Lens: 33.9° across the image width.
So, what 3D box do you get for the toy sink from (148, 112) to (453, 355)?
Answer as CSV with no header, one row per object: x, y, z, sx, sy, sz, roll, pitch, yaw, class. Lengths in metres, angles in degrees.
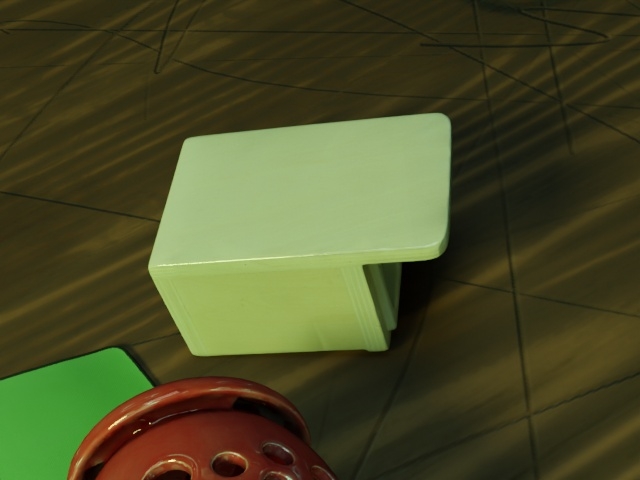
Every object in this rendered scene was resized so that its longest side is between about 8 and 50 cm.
0.000,0.000,0.872,0.234,0.131,0.153,-5,47,14,toy sink

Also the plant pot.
-0.068,0.192,0.667,0.191,0.191,0.174,-19,44,-6,plant pot

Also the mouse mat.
-0.201,0.149,0.808,0.189,0.007,0.152,-16,43,-36,mouse mat
